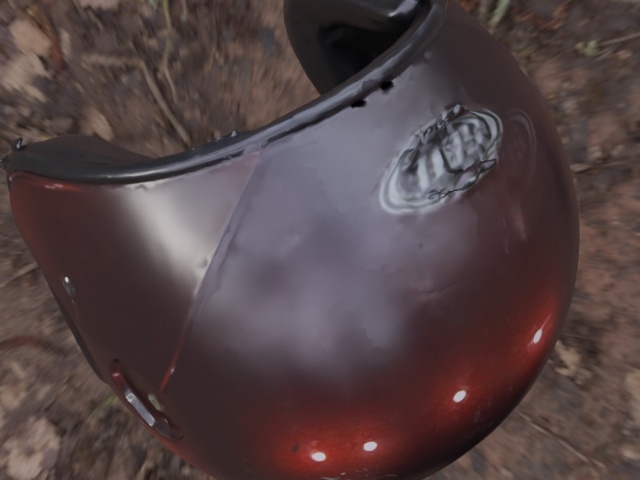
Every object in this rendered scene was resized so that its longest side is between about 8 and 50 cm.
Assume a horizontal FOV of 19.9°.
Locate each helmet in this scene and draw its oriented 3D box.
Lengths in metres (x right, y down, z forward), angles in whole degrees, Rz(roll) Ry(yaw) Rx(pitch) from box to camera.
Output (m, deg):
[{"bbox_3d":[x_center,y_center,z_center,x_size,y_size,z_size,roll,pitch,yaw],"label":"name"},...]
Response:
[{"bbox_3d":[0.000,0.000,0.691,0.189,0.216,0.193,-38,78,-29],"label":"helmet"}]
